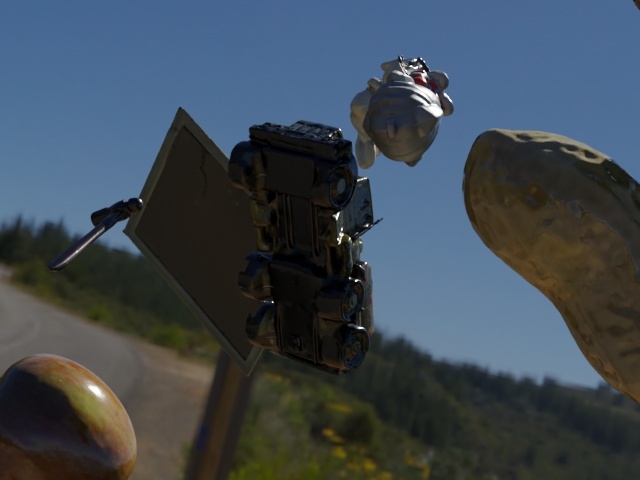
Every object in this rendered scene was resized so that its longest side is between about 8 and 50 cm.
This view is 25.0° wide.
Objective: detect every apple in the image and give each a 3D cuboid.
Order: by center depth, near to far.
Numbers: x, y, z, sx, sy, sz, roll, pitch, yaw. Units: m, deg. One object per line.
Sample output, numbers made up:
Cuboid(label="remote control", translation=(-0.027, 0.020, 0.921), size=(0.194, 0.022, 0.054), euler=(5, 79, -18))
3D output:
Cuboid(label="apple", translation=(-0.288, 0.219, 1.506), size=(0.174, 0.188, 0.188), euler=(42, -12, -7))

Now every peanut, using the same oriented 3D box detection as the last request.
Cuboid(label="peanut", translation=(0.240, 0.023, 1.204), size=(0.313, 0.149, 0.149), euler=(45, -3, 10))

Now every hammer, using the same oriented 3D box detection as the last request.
Cuboid(label="hammer", translation=(-0.252, 0.000, 1.552), size=(0.065, 0.021, 0.178), euler=(-19, 17, 27))

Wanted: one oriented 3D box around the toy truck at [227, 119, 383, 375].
Cuboid(label="toy truck", translation=(-0.003, 0.000, 1.435), size=(0.127, 0.257, 0.127), euler=(16, 39, 33))

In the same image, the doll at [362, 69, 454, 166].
Cuboid(label="doll", translation=(0.089, -0.123, 1.390), size=(0.079, 0.094, 0.180), euler=(-6, 15, 23))

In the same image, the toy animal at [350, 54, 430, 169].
Cuboid(label="toy animal", translation=(0.074, -0.153, 1.658), size=(0.085, 0.124, 0.071), euler=(51, 26, -5))

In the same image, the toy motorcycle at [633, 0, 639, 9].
Cuboid(label="toy motorcycle", translation=(0.364, -0.145, 1.198), size=(0.182, 0.124, 0.272), euler=(11, -20, 34))

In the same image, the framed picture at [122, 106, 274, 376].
Cuboid(label="framed picture", translation=(-0.136, 0.001, 1.900), size=(0.018, 0.231, 0.293), euler=(-16, 55, -46))
